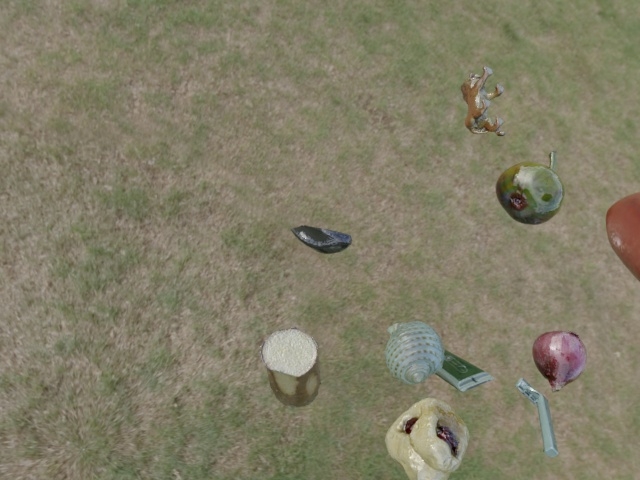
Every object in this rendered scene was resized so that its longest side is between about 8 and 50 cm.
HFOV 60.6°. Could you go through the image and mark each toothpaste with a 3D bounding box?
[{"bbox_3d":[0.285,0.297,1.431,0.099,0.392,0.061,-15,107,-21],"label":"toothpaste"}]

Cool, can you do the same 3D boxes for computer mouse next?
[{"bbox_3d":[0.000,0.000,1.037,0.079,0.135,0.047,17,87,-51],"label":"computer mouse"}]

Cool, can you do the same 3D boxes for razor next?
[{"bbox_3d":[0.632,0.502,1.550,0.111,0.056,0.278,44,20,-7],"label":"razor"}]

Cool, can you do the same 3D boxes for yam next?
[{"bbox_3d":[-0.067,0.319,1.344,0.128,0.238,0.129,-38,62,-24],"label":"yam"}]

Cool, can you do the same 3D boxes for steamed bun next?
[{"bbox_3d":[0.219,0.427,1.111,0.141,0.155,0.172,42,99,0],"label":"steamed bun"}]

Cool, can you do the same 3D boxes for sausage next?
[{"bbox_3d":[0.570,0.004,0.911,0.148,0.148,0.254,17,32,-17],"label":"sausage"}]

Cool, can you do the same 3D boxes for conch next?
[{"bbox_3d":[0.209,0.241,1.211,0.135,0.102,0.153,-6,64,0],"label":"conch"}]

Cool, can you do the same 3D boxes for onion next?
[{"bbox_3d":[0.719,0.370,1.652,0.160,0.159,0.194,26,56,-12],"label":"onion"}]

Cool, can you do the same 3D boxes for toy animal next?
[{"bbox_3d":[0.544,-0.467,1.875,0.097,0.157,0.312,18,64,-21],"label":"toy animal"}]

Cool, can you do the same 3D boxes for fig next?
[{"bbox_3d":[0.503,-0.134,1.260,0.245,0.149,0.149,-36,87,-40],"label":"fig"}]
